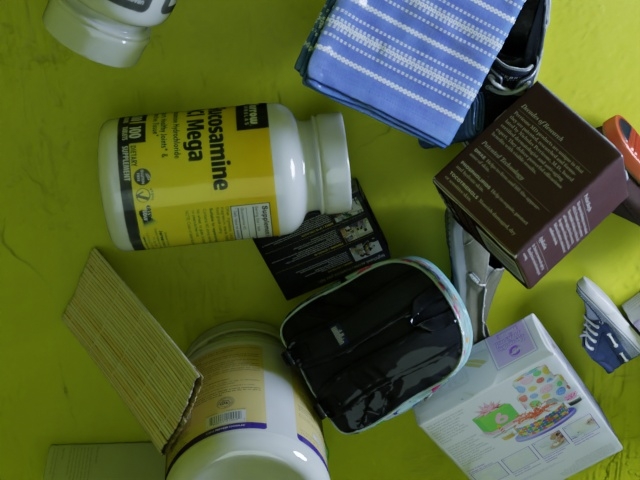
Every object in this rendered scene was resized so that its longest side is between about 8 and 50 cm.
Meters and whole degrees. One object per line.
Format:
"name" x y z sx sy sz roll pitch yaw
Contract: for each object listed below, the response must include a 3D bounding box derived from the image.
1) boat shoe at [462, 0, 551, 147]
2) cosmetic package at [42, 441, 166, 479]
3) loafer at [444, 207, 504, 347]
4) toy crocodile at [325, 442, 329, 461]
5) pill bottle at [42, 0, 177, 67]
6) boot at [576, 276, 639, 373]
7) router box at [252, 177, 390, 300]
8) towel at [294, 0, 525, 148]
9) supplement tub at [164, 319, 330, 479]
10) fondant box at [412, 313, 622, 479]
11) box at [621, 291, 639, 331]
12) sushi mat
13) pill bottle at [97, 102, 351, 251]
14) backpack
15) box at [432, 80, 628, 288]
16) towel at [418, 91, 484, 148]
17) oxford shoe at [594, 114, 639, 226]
"boat shoe" 0.257 -0.245 1.622 0.108 0.102 0.301 8 119 -10
"cosmetic package" -0.338 0.401 1.933 0.231 0.117 0.085 1 120 -4
"loafer" 0.246 0.059 1.801 0.088 0.094 0.251 -7 120 4
"toy crocodile" -0.104 0.449 1.984 0.105 0.115 0.340 39 108 -18
"pill bottle" -0.236 -0.373 1.470 0.161 0.161 0.283 23 115 -17
"boot" 0.448 0.142 1.881 0.086 0.069 0.190 -40 117 13
"router box" 0.000 0.000 1.772 0.179 0.046 0.133 -22 120 8
"towel" 0.141 -0.305 1.480 0.243 0.040 0.336 23 100 -22
"supplement tub" -0.113 0.295 1.767 0.241 0.331 0.241 -2 120 -4
"fondant box" 0.317 0.287 1.895 0.238 0.096 0.330 -30 134 12
"box" 0.620 0.202 1.935 0.067 0.063 0.324 -38 116 15
"sushi mat" -0.281 0.158 1.710 0.019 0.316 0.151 1 124 -45
"pill bottle" -0.130 -0.093 1.626 0.334 0.188 0.187 -6 120 -2
"backpack" 0.099 0.146 1.752 0.254 0.191 0.225 -34 82 18
"box" 0.295 -0.073 1.627 0.203 0.167 0.168 -43 155 -1
"towel" 0.185 -0.168 1.648 0.029 0.119 0.067 7 81 -36
"oxford shoe" 0.476 -0.068 1.763 0.098 0.097 0.271 -28 113 30
